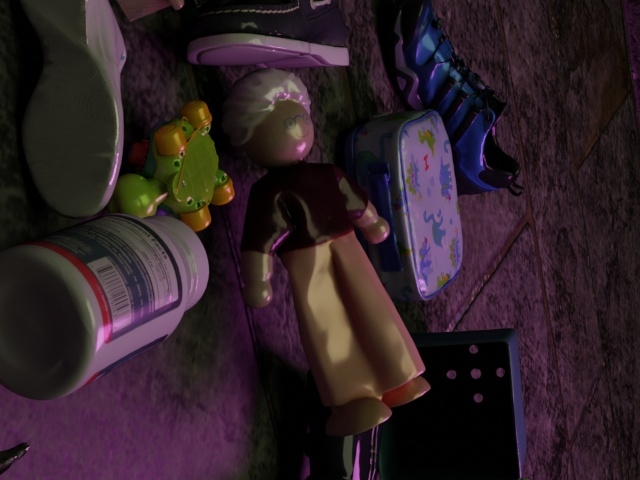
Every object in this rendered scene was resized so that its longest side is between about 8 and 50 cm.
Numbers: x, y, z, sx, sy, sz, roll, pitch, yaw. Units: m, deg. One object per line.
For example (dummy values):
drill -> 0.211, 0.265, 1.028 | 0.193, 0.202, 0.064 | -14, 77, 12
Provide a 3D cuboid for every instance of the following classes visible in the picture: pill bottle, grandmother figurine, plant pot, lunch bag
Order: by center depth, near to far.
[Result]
pill bottle -> -0.160, 0.038, 0.910 | 0.180, 0.107, 0.108 | -27, 111, -63
grandmother figurine -> 0.000, 0.000, 1.184 | 0.208, 0.104, 0.343 | -27, 96, -58
lunch bag -> 0.099, -0.043, 1.488 | 0.176, 0.090, 0.219 | -34, 117, -62
plant pot -> 0.173, 0.188, 1.541 | 0.234, 0.165, 0.166 | -17, 102, -72

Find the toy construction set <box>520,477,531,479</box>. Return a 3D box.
toy construction set -> 0.355, 0.448, 1.818 | 0.328, 0.215, 0.151 | 61, 36, -42

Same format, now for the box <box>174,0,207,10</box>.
box -> -0.119, -0.302, 1.136 | 0.116, 0.029, 0.162 | -49, 131, -57

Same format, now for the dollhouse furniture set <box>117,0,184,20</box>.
dollhouse furniture set -> -0.140, -0.292, 0.942 | 0.161, 0.101, 0.182 | -100, 166, -45

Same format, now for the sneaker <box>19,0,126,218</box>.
sneaker -> -0.175, -0.122, 0.948 | 0.094, 0.080, 0.212 | 4, 81, -76

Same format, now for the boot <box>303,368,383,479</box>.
boot -> -0.005, 0.215, 1.230 | 0.246, 0.094, 0.207 | 30, 59, -61

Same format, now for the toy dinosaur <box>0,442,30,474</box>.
toy dinosaur -> -0.195, 0.227, 0.799 | 0.160, 0.121, 0.314 | -60, 136, -29

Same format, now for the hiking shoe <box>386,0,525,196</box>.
hiking shoe -> 0.178, -0.194, 1.626 | 0.113, 0.132, 0.304 | -62, 140, -49

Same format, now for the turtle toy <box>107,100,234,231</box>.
turtle toy -> -0.128, -0.054, 1.038 | 0.130, 0.066, 0.095 | -53, 133, -53

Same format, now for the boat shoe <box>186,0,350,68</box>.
boat shoe -> -0.049, -0.211, 1.185 | 0.302, 0.114, 0.091 | -25, 113, -76
